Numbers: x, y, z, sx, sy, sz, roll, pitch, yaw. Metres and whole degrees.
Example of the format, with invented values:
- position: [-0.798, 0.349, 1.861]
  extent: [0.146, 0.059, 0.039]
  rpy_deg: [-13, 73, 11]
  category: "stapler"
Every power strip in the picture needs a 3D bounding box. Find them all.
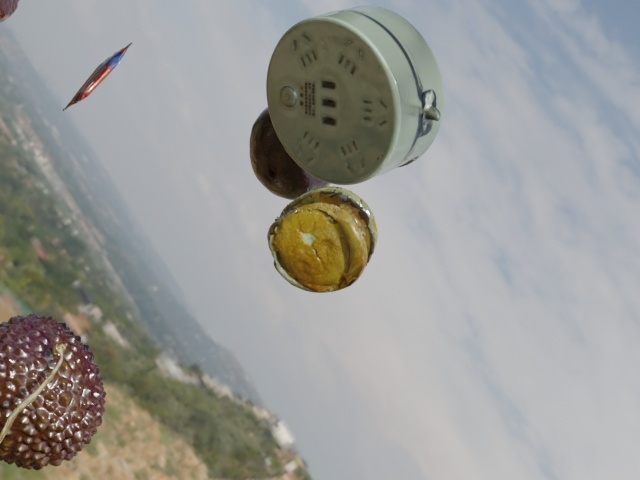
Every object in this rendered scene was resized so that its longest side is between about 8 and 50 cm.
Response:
- position: [0.071, -0.280, 2.058]
  extent: [0.358, 0.161, 0.357]
  rpy_deg: [18, -61, 36]
  category: "power strip"

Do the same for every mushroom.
- position: [-0.539, 0.289, 1.976]
  extent: [0.286, 0.028, 0.025]
  rpy_deg: [-69, 154, -51]
  category: "mushroom"

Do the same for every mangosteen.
- position: [-0.023, -0.203, 2.348]
  extent: [0.262, 0.235, 0.235]
  rpy_deg: [4, -44, 36]
  category: "mangosteen"

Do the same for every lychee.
- position: [-0.599, 0.308, 2.186]
  extent: [0.330, 0.306, 0.306]
  rpy_deg: [34, -14, 13]
  category: "lychee"

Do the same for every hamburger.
- position: [0.000, 0.000, 1.770]
  extent: [0.177, 0.185, 0.113]
  rpy_deg: [27, 31, -8]
  category: "hamburger"

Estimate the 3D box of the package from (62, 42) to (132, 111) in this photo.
- position: [-0.487, -0.358, 2.314]
  extent: [0.022, 0.200, 0.083]
  rpy_deg: [47, -26, -22]
  category: "package"

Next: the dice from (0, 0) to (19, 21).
- position: [-0.718, -0.533, 2.143]
  extent: [0.179, 0.174, 0.174]
  rpy_deg: [-97, -178, -60]
  category: "dice"
